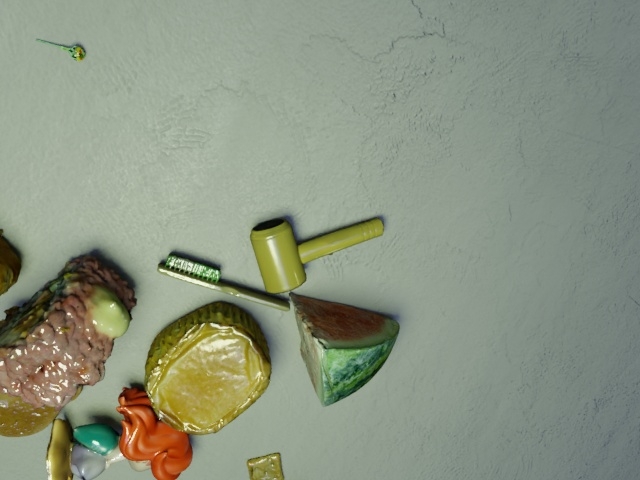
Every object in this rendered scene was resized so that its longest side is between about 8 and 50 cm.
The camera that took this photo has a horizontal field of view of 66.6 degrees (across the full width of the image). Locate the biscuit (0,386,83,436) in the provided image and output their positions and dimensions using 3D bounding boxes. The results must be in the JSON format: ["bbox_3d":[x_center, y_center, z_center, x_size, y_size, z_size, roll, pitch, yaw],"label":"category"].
[{"bbox_3d":[-0.596,0.297,0.984,0.181,0.049,0.208,41,94,-19],"label":"biscuit"}]

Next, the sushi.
[{"bbox_3d":[-0.445,0.161,0.864,0.236,0.270,0.171,-31,113,11],"label":"sushi"}]

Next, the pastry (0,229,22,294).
[{"bbox_3d":[-0.626,0.024,0.836,0.100,0.218,0.229,-47,144,1],"label":"pastry"}]

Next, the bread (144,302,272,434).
[{"bbox_3d":[-0.228,0.262,1.004,0.253,0.142,0.227,-36,110,3],"label":"bread"}]

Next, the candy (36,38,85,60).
[{"bbox_3d":[-0.457,-0.337,0.856,0.083,0.025,0.023,14,74,-6],"label":"candy"}]

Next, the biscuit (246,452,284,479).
[{"bbox_3d":[-0.131,0.553,1.167,0.081,0.018,0.083,-9,107,-10],"label":"biscuit"}]

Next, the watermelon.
[{"bbox_3d":[0.042,0.209,1.022,0.232,0.310,0.193,1,109,28],"label":"watermelon"}]

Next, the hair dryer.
[{"bbox_3d":[0.000,0.000,1.015,0.279,0.090,0.135,-19,106,-13],"label":"hair dryer"}]

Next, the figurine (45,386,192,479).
[{"bbox_3d":[-0.401,0.408,0.995,0.257,0.181,0.208,-8,78,-16],"label":"figurine"}]

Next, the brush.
[{"bbox_3d":[-0.193,0.088,1.008,0.282,0.054,0.048,20,91,-16],"label":"brush"}]
